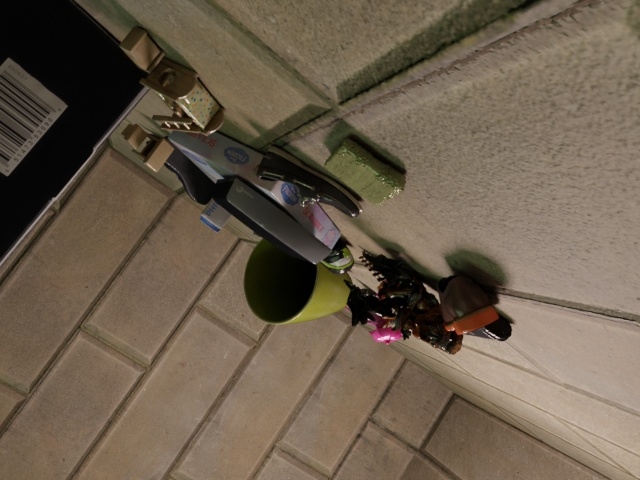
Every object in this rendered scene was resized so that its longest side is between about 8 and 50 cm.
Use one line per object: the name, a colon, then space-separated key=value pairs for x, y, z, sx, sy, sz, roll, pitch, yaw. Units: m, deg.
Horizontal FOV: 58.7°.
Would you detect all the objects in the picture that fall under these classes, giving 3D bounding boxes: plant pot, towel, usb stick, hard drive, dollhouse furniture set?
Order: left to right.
dollhouse furniture set: x=-0.267 y=-0.213 z=0.929 sx=0.101 sy=0.161 sz=0.182 roll=30 pitch=171 yaw=26
hard drive: x=-0.108 y=-0.038 z=1.200 sx=0.254 sy=0.054 sz=0.172 roll=37 pitch=170 yaw=-22
plant pot: x=-0.033 y=0.132 z=1.723 sx=0.274 sy=0.275 sz=0.293 roll=28 pitch=-176 yaw=38
towel: x=0.060 y=-0.095 z=0.799 sx=0.110 sy=0.027 sz=0.148 roll=36 pitch=172 yaw=-3
usb stick: x=0.325 y=0.180 z=1.230 sx=0.077 sy=0.045 sz=0.278 roll=25 pitch=172 yaw=-4

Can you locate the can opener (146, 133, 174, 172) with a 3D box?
can opener: x=-0.461 y=-0.268 z=1.728 sx=0.186 sy=0.059 sz=0.073 roll=42 pitch=-159 yaw=19

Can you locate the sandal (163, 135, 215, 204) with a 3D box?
sandal: x=-0.389 y=-0.208 z=1.664 sx=0.054 sy=0.097 sz=0.255 roll=25 pitch=156 yaw=42

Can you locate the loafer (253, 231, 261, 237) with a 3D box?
loafer: x=-0.122 y=0.011 z=1.848 sx=0.251 sy=0.087 sz=0.094 roll=39 pitch=170 yaw=-25

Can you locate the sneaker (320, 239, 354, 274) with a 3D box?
sneaker: x=0.000 y=0.000 z=1.457 sx=0.234 sy=0.084 sz=0.097 roll=26 pitch=144 yaw=40

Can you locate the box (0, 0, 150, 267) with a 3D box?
box: x=-0.656 y=-0.248 z=1.141 sx=0.297 sy=0.480 sz=0.471 roll=42 pitch=168 yaw=-34

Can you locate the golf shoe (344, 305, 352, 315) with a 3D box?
golf shoe: x=0.070 y=0.181 z=2.103 sx=0.272 sy=0.105 sz=0.120 roll=28 pitch=155 yaw=3

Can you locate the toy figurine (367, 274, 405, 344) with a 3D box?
toy figurine: x=0.168 y=0.172 z=1.403 sx=0.173 sy=0.159 sz=0.130 roll=27 pitch=169 yaw=42

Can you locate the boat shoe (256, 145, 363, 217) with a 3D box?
boat shoe: x=-0.021 y=-0.089 z=1.007 sx=0.206 sy=0.065 sz=0.075 roll=33 pitch=171 yaw=10

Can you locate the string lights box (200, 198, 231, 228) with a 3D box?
string lights box: x=-0.302 y=-0.102 z=1.751 sx=0.076 sy=0.133 sz=0.259 roll=37 pitch=171 yaw=-9

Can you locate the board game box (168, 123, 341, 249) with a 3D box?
board game box: x=-0.140 y=-0.118 z=1.282 sx=0.318 sy=0.066 sz=0.318 roll=29 pitch=170 yaw=30

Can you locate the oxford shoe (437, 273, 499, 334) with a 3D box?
oxford shoe: x=0.260 y=0.106 z=1.032 sx=0.271 sy=0.096 sz=0.099 roll=49 pitch=-162 yaw=-81

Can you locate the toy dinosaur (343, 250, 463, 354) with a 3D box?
toy dinosaur: x=0.170 y=0.131 z=1.247 sx=0.218 sy=0.165 sz=0.321 roll=22 pitch=178 yaw=-41

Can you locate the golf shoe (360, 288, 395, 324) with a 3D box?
golf shoe: x=0.173 y=0.220 z=1.923 sx=0.198 sy=0.077 sz=0.094 roll=41 pitch=169 yaw=-32
